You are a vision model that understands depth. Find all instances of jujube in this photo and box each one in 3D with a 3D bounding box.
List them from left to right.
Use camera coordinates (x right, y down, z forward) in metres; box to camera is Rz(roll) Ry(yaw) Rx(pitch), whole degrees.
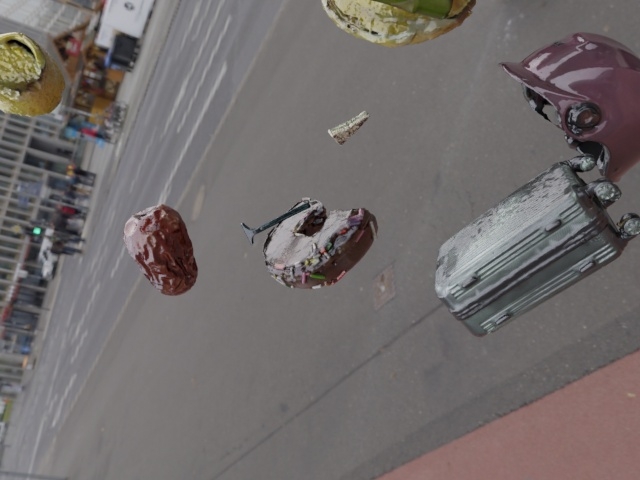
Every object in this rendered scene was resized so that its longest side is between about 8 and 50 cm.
[{"bbox_3d":[-0.383,0.026,1.516,0.155,0.155,0.230,-114,4,-56],"label":"jujube"}]

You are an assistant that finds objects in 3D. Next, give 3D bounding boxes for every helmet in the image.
[{"bbox_3d":[0.523,-0.281,1.187,0.197,0.338,0.271,-42,16,20],"label":"helmet"}]

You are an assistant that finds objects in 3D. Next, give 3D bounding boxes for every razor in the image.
[{"bbox_3d":[-0.112,-0.054,1.651,0.066,0.190,0.033,66,173,-17],"label":"razor"}]

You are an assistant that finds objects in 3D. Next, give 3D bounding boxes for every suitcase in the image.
[{"bbox_3d":[0.328,0.005,0.986,0.312,0.128,0.202,-39,10,24],"label":"suitcase"}]

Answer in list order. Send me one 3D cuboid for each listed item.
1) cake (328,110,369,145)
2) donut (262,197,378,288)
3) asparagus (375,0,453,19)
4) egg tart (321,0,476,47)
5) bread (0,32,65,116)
[{"bbox_3d":[0.096,-0.354,1.962,0.140,0.055,0.051,-29,38,3],"label":"cake"},{"bbox_3d":[-0.016,0.017,1.626,0.259,0.136,0.345,-53,29,-18],"label":"donut"},{"bbox_3d":[0.113,-0.368,0.925,0.041,0.178,0.045,-126,46,-63],"label":"asparagus"},{"bbox_3d":[0.172,-0.573,1.344,0.132,0.345,0.345,82,-172,-59],"label":"egg tart"},{"bbox_3d":[-0.754,-0.416,1.560,0.170,0.197,0.197,170,114,-77],"label":"bread"}]
